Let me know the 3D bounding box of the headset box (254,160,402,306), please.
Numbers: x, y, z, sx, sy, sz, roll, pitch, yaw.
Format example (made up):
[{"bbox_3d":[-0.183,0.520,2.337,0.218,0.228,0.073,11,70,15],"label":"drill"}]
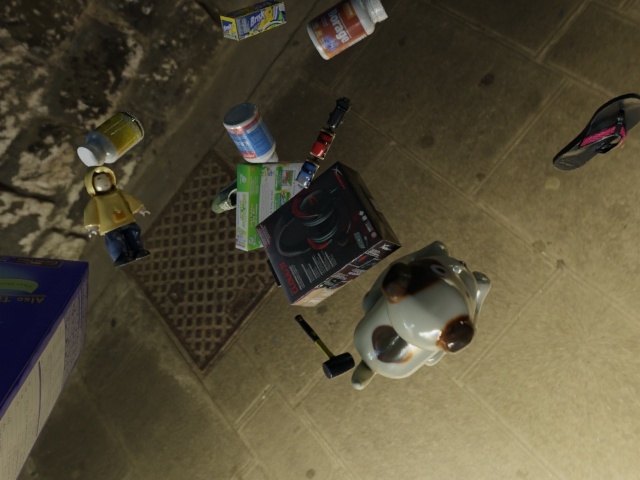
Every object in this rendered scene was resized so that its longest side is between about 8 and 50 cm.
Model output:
[{"bbox_3d":[0.000,0.000,1.173,0.293,0.110,0.218,-36,66,21],"label":"headset box"}]

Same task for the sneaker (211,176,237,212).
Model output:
[{"bbox_3d":[-0.325,-0.145,1.834,0.192,0.064,0.086,-39,38,27],"label":"sneaker"}]

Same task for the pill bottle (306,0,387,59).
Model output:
[{"bbox_3d":[0.079,-0.632,1.494,0.216,0.121,0.121,-26,69,18],"label":"pill bottle"}]

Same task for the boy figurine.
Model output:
[{"bbox_3d":[-0.558,-0.074,1.410,0.092,0.177,0.285,-14,95,53],"label":"boy figurine"}]

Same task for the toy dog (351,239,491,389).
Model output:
[{"bbox_3d":[0.219,0.166,1.226,0.395,0.408,0.284,-32,76,-19],"label":"toy dog"}]

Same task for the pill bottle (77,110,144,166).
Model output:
[{"bbox_3d":[-0.611,-0.290,1.500,0.103,0.103,0.184,9,45,28],"label":"pill bottle"}]

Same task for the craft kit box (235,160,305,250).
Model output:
[{"bbox_3d":[-0.144,-0.111,1.547,0.061,0.247,0.249,14,107,35],"label":"craft kit box"}]

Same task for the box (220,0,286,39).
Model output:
[{"bbox_3d":[-0.168,-0.562,1.309,0.059,0.054,0.169,28,48,34],"label":"box"}]

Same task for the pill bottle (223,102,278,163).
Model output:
[{"bbox_3d":[-0.226,-0.343,1.740,0.124,0.221,0.124,-14,48,15],"label":"pill bottle"}]

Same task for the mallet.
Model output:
[{"bbox_3d":[-0.009,0.220,1.082,0.190,0.062,0.039,34,137,41],"label":"mallet"}]

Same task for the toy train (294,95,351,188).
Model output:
[{"bbox_3d":[0.003,-0.144,0.784,0.027,0.036,0.158,28,116,-4],"label":"toy train"}]

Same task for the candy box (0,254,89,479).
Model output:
[{"bbox_3d":[-0.376,0.119,0.437,0.268,0.317,0.122,6,110,-11],"label":"candy box"}]

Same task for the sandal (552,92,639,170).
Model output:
[{"bbox_3d":[0.430,-0.153,0.793,0.067,0.179,0.040,12,59,-9],"label":"sandal"}]
